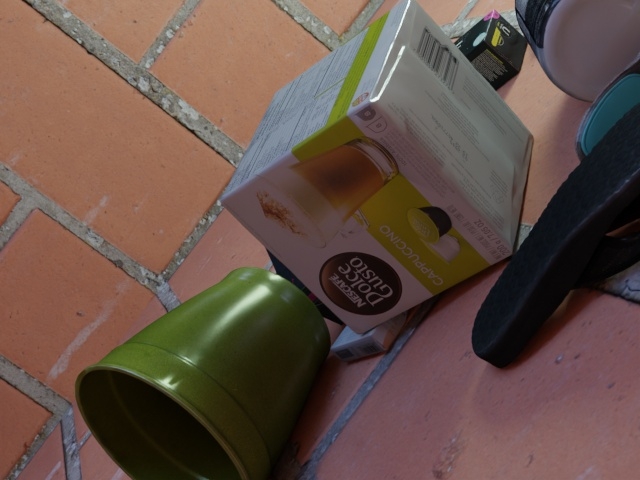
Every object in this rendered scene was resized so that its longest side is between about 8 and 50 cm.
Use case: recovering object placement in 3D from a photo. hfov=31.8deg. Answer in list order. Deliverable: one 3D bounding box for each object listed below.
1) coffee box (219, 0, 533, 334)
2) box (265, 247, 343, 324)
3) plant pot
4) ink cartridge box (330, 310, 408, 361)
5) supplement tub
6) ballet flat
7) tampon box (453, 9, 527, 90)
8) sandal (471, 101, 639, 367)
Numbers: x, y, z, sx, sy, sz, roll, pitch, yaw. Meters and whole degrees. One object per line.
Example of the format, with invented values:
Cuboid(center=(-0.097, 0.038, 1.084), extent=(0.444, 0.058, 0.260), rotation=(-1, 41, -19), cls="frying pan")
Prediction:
Cuboid(center=(0.101, -0.117, 1.827), extent=(0.334, 0.337, 0.338), rotation=(-31, 24, 34), cls="coffee box")
Cuboid(center=(0.000, 0.000, 2.127), extent=(0.165, 0.143, 0.270), rotation=(-48, 41, 17), cls="box")
Cuboid(center=(-0.168, 0.239, 1.948), extent=(0.353, 0.366, 0.366), rotation=(-48, 10, -36), cls="plant pot")
Cuboid(center=(0.108, 0.124, 1.927), extent=(0.179, 0.045, 0.145), rotation=(-49, 12, -30), cls="ink cartridge box")
Cuboid(center=(0.424, -0.362, 1.783), extent=(0.207, 0.207, 0.338), rotation=(-46, 16, 20), cls="supplement tub")
Cuboid(center=(0.466, -0.214, 1.574), extent=(0.316, 0.107, 0.106), rotation=(-48, -5, -5), cls="ballet flat")
Cuboid(center=(0.322, -0.362, 2.272), extent=(0.161, 0.101, 0.120), rotation=(-38, 21, 41), cls="tampon box")
Cuboid(center=(0.350, -0.007, 1.433), extent=(0.445, 0.107, 0.167), rotation=(-57, 12, 31), cls="sandal")
